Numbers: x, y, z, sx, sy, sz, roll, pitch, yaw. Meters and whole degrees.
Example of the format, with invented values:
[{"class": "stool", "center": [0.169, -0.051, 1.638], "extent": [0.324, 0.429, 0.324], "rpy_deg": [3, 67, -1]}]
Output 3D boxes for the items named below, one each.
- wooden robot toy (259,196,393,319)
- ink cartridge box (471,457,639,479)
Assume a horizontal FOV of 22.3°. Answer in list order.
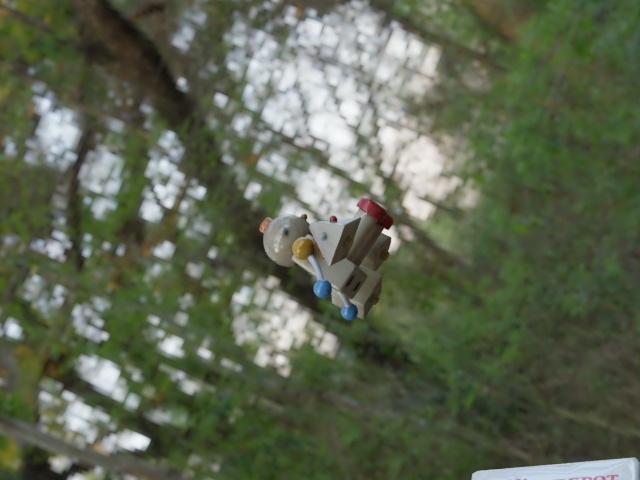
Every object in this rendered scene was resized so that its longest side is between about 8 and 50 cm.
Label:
[{"class": "wooden robot toy", "center": [0.000, 0.000, 1.106], "extent": [0.076, 0.079, 0.173], "rpy_deg": [-62, -16, -5]}, {"class": "ink cartridge box", "center": [0.127, 0.183, 0.833], "extent": [0.143, 0.092, 0.090], "rpy_deg": [-75, -30, -44]}]
